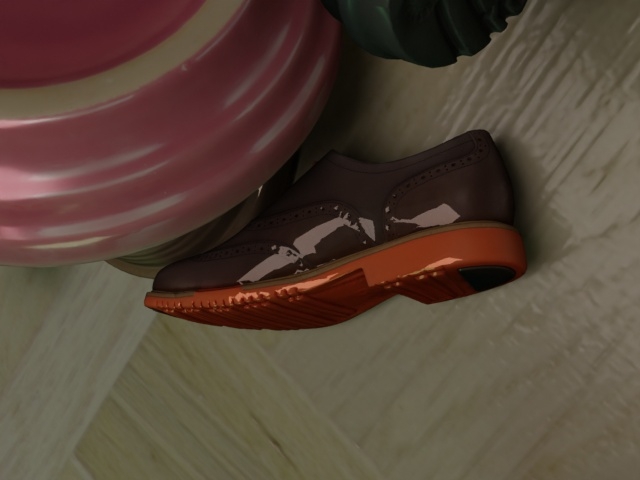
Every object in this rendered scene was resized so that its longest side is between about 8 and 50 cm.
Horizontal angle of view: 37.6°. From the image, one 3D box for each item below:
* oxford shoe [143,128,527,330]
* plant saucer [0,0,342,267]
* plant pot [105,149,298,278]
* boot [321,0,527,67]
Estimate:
[{"bbox_3d":[0.000,0.000,0.618,0.271,0.097,0.098,-12,71,26],"label":"oxford shoe"},{"bbox_3d":[-0.154,-0.144,0.570,0.332,0.084,0.332,-2,58,3],"label":"plant saucer"},{"bbox_3d":[-0.142,-0.084,0.676,0.237,0.110,0.237,4,98,33],"label":"plant pot"},{"bbox_3d":[-0.058,-0.291,0.513,0.445,0.146,0.367,21,67,25],"label":"boot"}]
